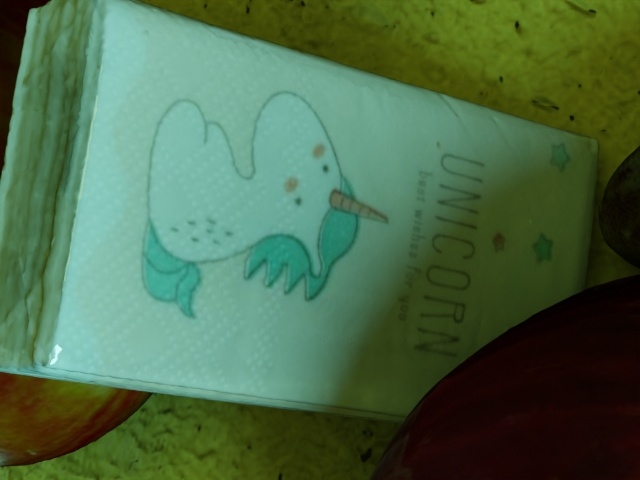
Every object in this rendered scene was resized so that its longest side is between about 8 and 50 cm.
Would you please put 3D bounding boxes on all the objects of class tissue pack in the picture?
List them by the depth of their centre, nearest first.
[{"bbox_3d":[0.000,0.000,0.815,0.071,0.325,0.170,0,81,50],"label":"tissue pack"}]

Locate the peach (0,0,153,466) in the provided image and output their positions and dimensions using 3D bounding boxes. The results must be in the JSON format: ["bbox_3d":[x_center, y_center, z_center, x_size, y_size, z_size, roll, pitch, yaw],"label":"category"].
[{"bbox_3d":[-0.196,0.002,0.885,0.274,0.248,0.245,-8,112,40],"label":"peach"}]

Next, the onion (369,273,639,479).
[{"bbox_3d":[0.148,0.186,0.732,0.341,0.341,0.341,-1,84,12],"label":"onion"}]

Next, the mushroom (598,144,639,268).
[{"bbox_3d":[0.254,-0.094,0.865,0.226,0.148,0.218,-3,67,7],"label":"mushroom"}]
